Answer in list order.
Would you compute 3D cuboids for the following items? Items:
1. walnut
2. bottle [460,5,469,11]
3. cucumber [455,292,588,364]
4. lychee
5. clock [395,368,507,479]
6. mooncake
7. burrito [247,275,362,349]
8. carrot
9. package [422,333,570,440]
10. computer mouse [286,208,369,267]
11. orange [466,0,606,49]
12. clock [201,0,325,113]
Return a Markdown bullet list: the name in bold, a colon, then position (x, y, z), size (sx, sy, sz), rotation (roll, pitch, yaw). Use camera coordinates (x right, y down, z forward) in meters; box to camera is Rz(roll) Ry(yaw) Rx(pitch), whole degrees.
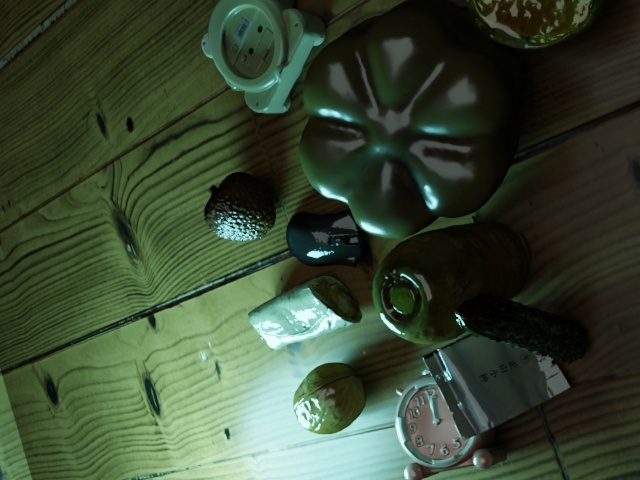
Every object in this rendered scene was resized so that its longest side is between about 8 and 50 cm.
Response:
- **walnut**: position (0.024, 0.391, 2.035), size (0.207, 0.167, 0.167), rotation (-48, 68, 34)
- **bottle**: position (0.225, -0.412, 1.786), size (0.260, 0.112, 0.112), rotation (-29, 79, 37)
- **cucumber**: position (0.389, 0.166, 1.594), size (0.096, 0.359, 0.096), rotation (-22, 58, 42)
- **lychee**: position (-0.213, -0.086, 2.137), size (0.194, 0.194, 0.194), rotation (7, 101, 37)
- **clock**: position (0.285, 0.406, 1.859), size (0.227, 0.142, 0.241), rotation (-21, 74, 27)
- **mooncake**: position (0.179, -0.246, 1.668), size (0.467, 0.262, 0.467), rotation (12, 118, 23)
- **burrito**: position (-0.040, 0.182, 2.090), size (0.299, 0.105, 0.143), rotation (-24, 92, 37)
- **carrot**: position (0.266, 0.081, 1.691), size (0.224, 0.341, 0.224), rotation (11, 108, 38)
- **package**: position (0.372, 0.283, 1.756), size (0.251, 0.062, 0.203), rotation (-26, 73, 2)
- **computer mouse**: position (0.000, 0.000, 2.045), size (0.264, 0.088, 0.147), rotation (-4, 97, 35)
- **orange**: position (0.432, -0.516, 1.549), size (0.263, 0.196, 0.334), rotation (20, 88, 27)
- **clock**: position (-0.157, -0.503, 2.073), size (0.309, 0.114, 0.284), rotation (45, 123, 26)
